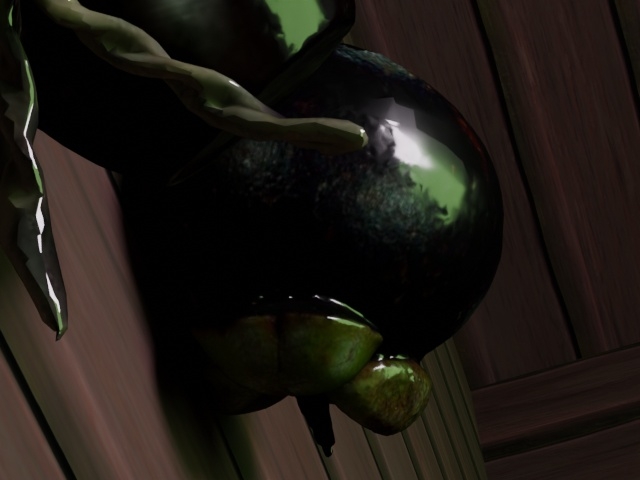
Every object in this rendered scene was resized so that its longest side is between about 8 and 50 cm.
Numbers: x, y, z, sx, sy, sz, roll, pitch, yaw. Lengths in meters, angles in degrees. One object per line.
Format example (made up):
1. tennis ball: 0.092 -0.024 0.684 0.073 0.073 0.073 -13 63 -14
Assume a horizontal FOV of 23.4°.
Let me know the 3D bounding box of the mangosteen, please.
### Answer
1. mangosteen: 0.000 0.000 0.919 0.243 0.243 0.243 -17 90 -83

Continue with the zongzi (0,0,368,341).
1. zongzi: -0.208 -0.193 0.226 0.467 0.218 0.499 -22 115 -51

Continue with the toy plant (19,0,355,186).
1. toy plant: -0.103 -0.140 0.635 0.235 0.175 0.218 46 1 0
